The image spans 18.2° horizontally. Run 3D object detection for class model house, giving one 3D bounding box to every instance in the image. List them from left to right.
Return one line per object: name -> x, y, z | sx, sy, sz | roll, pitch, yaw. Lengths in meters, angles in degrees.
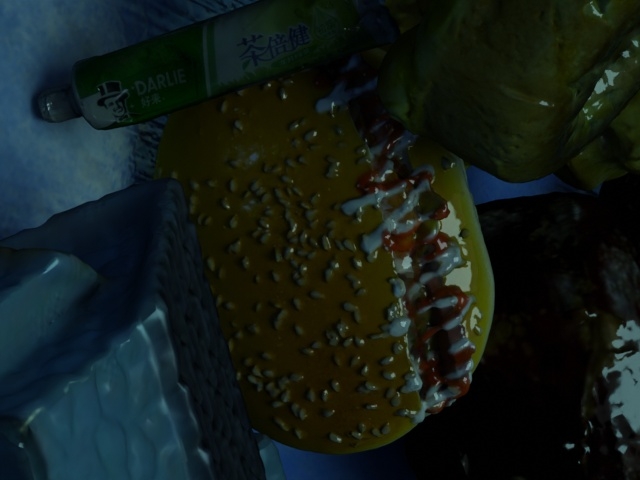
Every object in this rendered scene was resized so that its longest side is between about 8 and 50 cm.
model house -> -0.159, 0.135, 1.220 | 0.339, 0.297, 0.360 | -41, 122, -47

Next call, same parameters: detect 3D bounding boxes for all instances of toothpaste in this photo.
toothpaste -> -0.073, -0.122, 1.319 | 0.047, 0.248, 0.078 | -91, 159, -45

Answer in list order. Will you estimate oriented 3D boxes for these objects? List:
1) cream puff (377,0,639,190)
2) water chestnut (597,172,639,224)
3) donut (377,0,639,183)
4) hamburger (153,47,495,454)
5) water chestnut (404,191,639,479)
cream puff -> 0.195, -0.142, 1.548 | 0.274, 0.323, 0.270 | 43, 69, -9
water chestnut -> 0.344, 0.024, 1.780 | 0.300, 0.300, 0.300 | -5, 97, -48
donut -> 0.161, -0.159, 1.273 | 0.208, 0.128, 0.261 | -25, 153, -53
hamburger -> 0.000, 0.000, 1.400 | 0.151, 0.227, 0.295 | -40, 113, -74
water chestnut -> 0.226, 0.115, 1.593 | 0.347, 0.335, 0.335 | -15, 109, -2
